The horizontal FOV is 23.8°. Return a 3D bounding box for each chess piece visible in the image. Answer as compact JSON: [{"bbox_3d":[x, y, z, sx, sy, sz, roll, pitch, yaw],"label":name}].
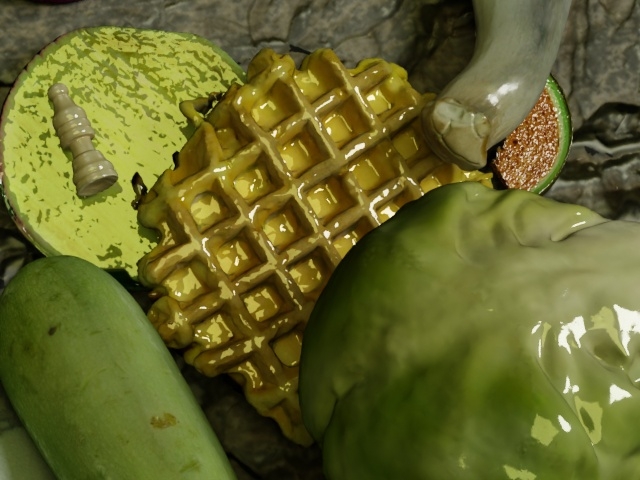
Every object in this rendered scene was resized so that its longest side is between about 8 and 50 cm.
[{"bbox_3d":[-0.192,-0.083,1.195,0.035,0.035,0.092,-22,76,-10],"label":"chess piece"}]

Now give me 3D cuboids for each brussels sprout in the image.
[{"bbox_3d":[0.127,0.087,1.039,0.316,0.273,0.243,-38,123,-23],"label":"brussels sprout"}]

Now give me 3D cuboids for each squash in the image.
[{"bbox_3d":[-0.126,0.153,1.051,0.118,0.118,0.370,-29,57,-11],"label":"squash"}]

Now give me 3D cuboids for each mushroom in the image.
[{"bbox_3d":[0.148,-0.171,1.223,0.096,0.099,0.278,28,58,-19],"label":"mushroom"}]

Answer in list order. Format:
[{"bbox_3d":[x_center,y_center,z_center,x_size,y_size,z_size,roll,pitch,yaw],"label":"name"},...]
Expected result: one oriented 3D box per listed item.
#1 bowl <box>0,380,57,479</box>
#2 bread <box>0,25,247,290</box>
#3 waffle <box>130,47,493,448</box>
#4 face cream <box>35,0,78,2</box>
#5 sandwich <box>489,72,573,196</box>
[{"bbox_3d":[-0.347,0.241,1.050,0.434,0.196,0.435,1,76,-5],"label":"bowl"},{"bbox_3d":[-0.149,-0.069,1.229,0.228,0.033,0.228,1,77,-3],"label":"bread"},{"bbox_3d":[0.003,-0.010,1.191,0.329,0.062,0.329,2,80,-14],"label":"waffle"},{"bbox_3d":[-0.217,-0.302,1.197,0.175,0.195,0.175,1,76,-3],"label":"face cream"},{"bbox_3d":[0.174,-0.086,1.262,0.067,0.029,0.135,7,74,-3],"label":"sandwich"}]
